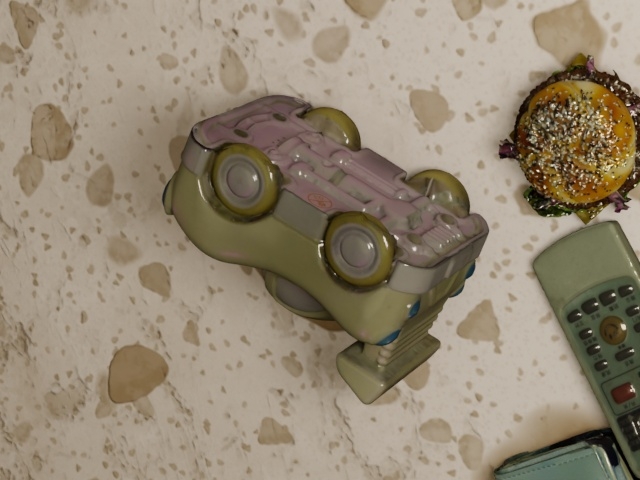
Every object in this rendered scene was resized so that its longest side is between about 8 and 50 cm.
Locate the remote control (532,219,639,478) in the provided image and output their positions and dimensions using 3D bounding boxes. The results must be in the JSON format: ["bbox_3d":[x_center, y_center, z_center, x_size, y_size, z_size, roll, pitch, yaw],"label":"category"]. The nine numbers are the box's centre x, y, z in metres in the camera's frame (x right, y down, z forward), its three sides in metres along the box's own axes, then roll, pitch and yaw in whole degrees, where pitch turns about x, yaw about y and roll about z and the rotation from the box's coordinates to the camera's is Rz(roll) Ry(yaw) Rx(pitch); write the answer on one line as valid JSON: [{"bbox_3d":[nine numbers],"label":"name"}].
[{"bbox_3d":[0.344,0.121,1.855,0.123,0.038,0.285,-29,84,33],"label":"remote control"}]

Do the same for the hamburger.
[{"bbox_3d":[0.281,-0.104,1.809,0.164,0.093,0.190,36,120,17],"label":"hamburger"}]

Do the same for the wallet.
[{"bbox_3d":[0.321,0.354,1.923,0.176,0.075,0.250,-26,89,39],"label":"wallet"}]

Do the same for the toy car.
[{"bbox_3d":[0.000,0.000,1.919,0.336,0.242,0.226,30,119,18],"label":"toy car"}]
